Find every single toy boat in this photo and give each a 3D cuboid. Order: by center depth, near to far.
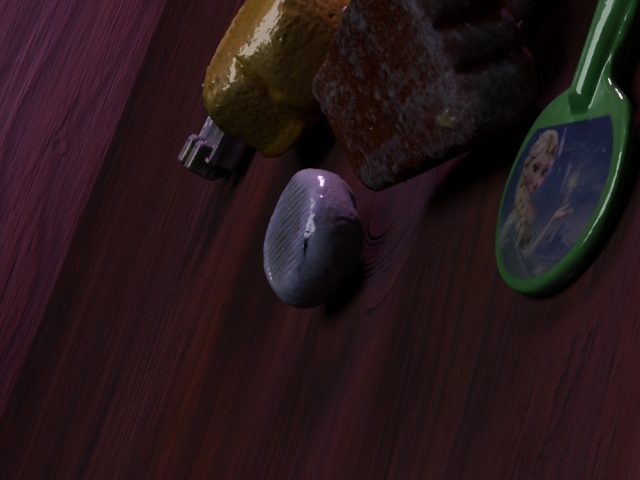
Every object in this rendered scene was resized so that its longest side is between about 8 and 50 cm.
[{"bbox_3d":[-0.105,-0.238,2.083,0.319,0.092,0.141,-64,18,4],"label":"toy boat"}]

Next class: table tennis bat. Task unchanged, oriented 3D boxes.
[{"bbox_3d":[0.189,-0.081,1.062,0.257,0.039,0.160,-70,19,-5],"label":"table tennis bat"}]

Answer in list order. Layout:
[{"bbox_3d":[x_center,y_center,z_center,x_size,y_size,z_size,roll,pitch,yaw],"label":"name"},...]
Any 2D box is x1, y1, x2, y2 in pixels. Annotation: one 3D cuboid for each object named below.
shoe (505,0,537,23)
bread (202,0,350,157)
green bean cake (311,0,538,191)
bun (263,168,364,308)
[{"bbox_3d":[0.186,-0.264,1.225,0.265,0.095,0.110,-58,21,19],"label":"shoe"},{"bbox_3d":[-0.034,-0.231,1.765,0.270,0.148,0.270,-54,17,25],"label":"bread"},{"bbox_3d":[0.079,-0.158,1.248,0.097,0.198,0.232,-25,-5,-28],"label":"green bean cake"},{"bbox_3d":[0.000,0.000,1.452,0.141,0.083,0.141,-166,90,-71],"label":"bun"}]
